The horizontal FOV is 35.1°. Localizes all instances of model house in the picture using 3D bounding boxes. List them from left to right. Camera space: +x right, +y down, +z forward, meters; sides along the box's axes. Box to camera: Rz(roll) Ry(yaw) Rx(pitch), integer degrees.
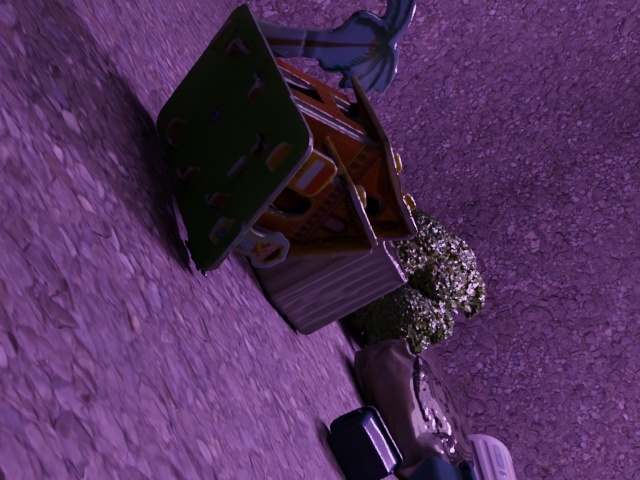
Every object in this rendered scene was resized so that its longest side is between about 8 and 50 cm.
[{"bbox_3d":[0.035,-0.123,1.216,0.323,0.340,0.300,23,29,-38],"label":"model house"}]

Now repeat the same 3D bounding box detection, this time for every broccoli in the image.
[{"bbox_3d":[0.171,0.078,2.131,0.413,0.321,0.310,43,-21,53],"label":"broccoli"}]

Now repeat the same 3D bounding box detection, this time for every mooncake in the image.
[{"bbox_3d":[0.177,0.317,1.840,0.254,0.136,0.250,51,17,-59],"label":"mooncake"}]

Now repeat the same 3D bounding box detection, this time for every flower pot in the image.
[{"bbox_3d":[0.000,0.000,1.507,0.239,0.189,0.209,56,8,-52],"label":"flower pot"}]

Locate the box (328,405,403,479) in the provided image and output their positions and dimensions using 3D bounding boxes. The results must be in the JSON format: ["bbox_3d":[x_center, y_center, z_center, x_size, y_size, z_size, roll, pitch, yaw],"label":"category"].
[{"bbox_3d":[0.056,0.278,1.346,0.099,0.074,0.054,62,17,-2],"label":"box"}]

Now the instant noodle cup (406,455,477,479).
[{"bbox_3d":[0.144,0.372,1.376,0.070,0.157,0.179,39,9,-6],"label":"instant noodle cup"}]

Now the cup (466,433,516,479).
[{"bbox_3d":[0.359,0.527,2.101,0.202,0.221,0.167,-95,-176,-65],"label":"cup"}]
